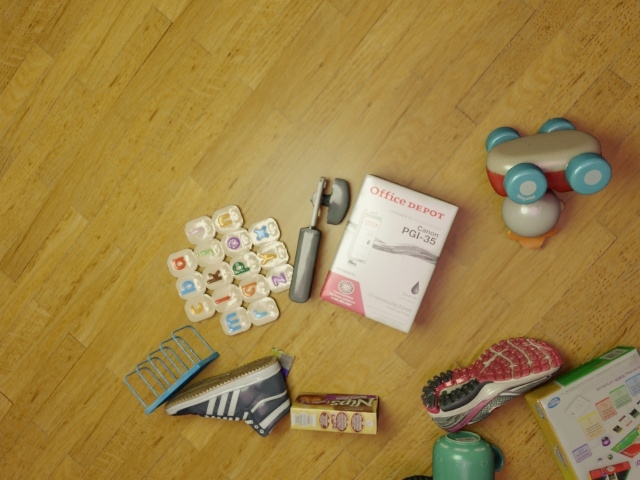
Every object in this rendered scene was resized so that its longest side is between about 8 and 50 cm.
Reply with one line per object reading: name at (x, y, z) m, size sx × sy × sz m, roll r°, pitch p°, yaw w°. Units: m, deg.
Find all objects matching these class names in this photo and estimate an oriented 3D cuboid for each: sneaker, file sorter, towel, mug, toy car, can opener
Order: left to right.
file sorter at (-0.345, 0.292, 1.284) m, size 0.170 × 0.118 × 0.104 m, roll -43°, pitch 83°, yaw 9°
sneaker at (-0.202, 0.381, 1.264) m, size 0.282 × 0.099 × 0.153 m, roll -22°, pitch 98°, yaw 4°
towel at (-0.100, 0.295, 1.298) m, size 0.060 × 0.009 × 0.083 m, roll 23°, pitch 97°, yaw 6°
can opener at (0.000, 0.000, 1.223) m, size 0.095 × 0.076 × 0.283 m, roll 10°, pitch 93°, yaw 4°
mug at (0.311, 0.465, 1.197) m, size 0.129 × 0.158 × 0.097 m, roll -1°, pitch 89°, yaw 33°
sneaker at (0.366, 0.305, 1.183) m, size 0.299 × 0.121 × 0.112 m, roll -26°, pitch 116°, yaw 11°
toy car at (0.445, -0.090, 1.117) m, size 0.210 × 0.219 × 0.238 m, roll -9°, pitch 122°, yaw 9°

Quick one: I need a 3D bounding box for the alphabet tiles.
alphabet tiles at (-0.204, 0.069, 1.292) m, size 0.278 × 0.021 × 0.284 m, roll -21°, pitch 91°, yaw 7°

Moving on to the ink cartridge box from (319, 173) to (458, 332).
ink cartridge box at (0.144, 0.021, 1.185) m, size 0.207 × 0.117 × 0.283 m, roll 21°, pitch 97°, yaw 7°

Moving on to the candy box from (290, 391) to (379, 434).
candy box at (0.035, 0.380, 1.233) m, size 0.186 × 0.109 × 0.053 m, roll -1°, pitch 94°, yaw 10°

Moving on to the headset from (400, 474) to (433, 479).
headset at (0.286, 0.657, 1.170) m, size 0.394 × 0.243 × 0.185 m, roll 22°, pitch 128°, yaw -9°

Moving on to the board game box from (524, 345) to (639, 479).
board game box at (0.594, 0.409, 1.122) m, size 0.242 × 0.064 × 0.316 m, roll -24°, pitch 85°, yaw -8°
